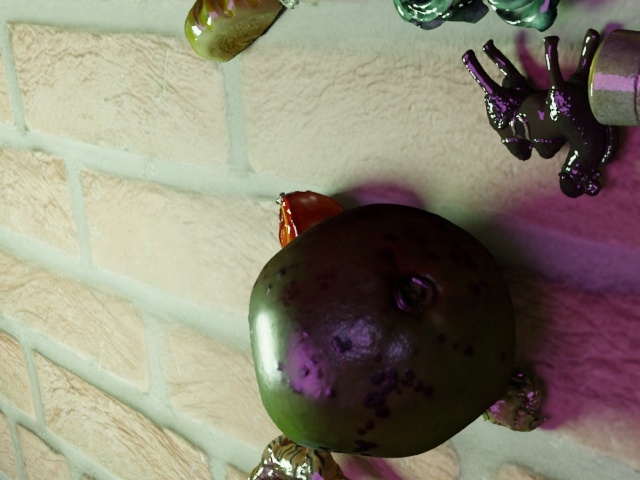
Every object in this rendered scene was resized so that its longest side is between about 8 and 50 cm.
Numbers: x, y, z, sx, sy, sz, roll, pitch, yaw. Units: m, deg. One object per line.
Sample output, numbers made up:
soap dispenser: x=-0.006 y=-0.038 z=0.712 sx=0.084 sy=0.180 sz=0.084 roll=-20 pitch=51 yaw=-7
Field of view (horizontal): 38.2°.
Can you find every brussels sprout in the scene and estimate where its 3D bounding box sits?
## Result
brussels sprout: x=0.210 y=0.177 z=1.031 sx=0.085 sy=0.058 sz=0.085 roll=4 pitch=98 yaw=34

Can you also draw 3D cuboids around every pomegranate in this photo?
pomegranate: x=0.048 y=0.124 z=0.997 sx=0.290 sy=0.291 sz=0.323 roll=49 pitch=132 yaw=22

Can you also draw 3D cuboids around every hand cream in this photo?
hand cream: x=0.329 y=-0.126 z=0.761 sx=0.203 sy=0.084 sz=0.083 roll=14 pitch=116 yaw=35

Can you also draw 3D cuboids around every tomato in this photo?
tomato: x=0.000 y=0.000 z=1.164 sx=0.159 sy=0.091 sz=0.138 roll=148 pitch=110 yaw=-77

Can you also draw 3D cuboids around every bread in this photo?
bread: x=-0.125 y=-0.284 z=1.180 sx=0.083 sy=0.094 sz=0.157 roll=61 pitch=148 yaw=3

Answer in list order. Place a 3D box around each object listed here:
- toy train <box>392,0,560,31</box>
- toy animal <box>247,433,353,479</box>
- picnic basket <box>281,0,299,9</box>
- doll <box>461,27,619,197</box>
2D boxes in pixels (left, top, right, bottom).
toy train: x=0.155 y=-0.322 z=0.808 sx=0.299 sy=0.167 sz=0.238 roll=-36 pitch=69 yaw=48
toy animal: x=0.007 y=0.317 z=1.268 sx=0.255 sy=0.116 sz=0.114 roll=0 pitch=107 yaw=48
picnic basket: x=-0.039 y=-0.308 z=1.079 sx=0.065 sy=0.083 sz=0.083 roll=47 pitch=138 yaw=17
doll: x=0.220 y=-0.119 z=0.893 sx=0.139 sy=0.057 sz=0.165 roll=-2 pitch=110 yaw=45
